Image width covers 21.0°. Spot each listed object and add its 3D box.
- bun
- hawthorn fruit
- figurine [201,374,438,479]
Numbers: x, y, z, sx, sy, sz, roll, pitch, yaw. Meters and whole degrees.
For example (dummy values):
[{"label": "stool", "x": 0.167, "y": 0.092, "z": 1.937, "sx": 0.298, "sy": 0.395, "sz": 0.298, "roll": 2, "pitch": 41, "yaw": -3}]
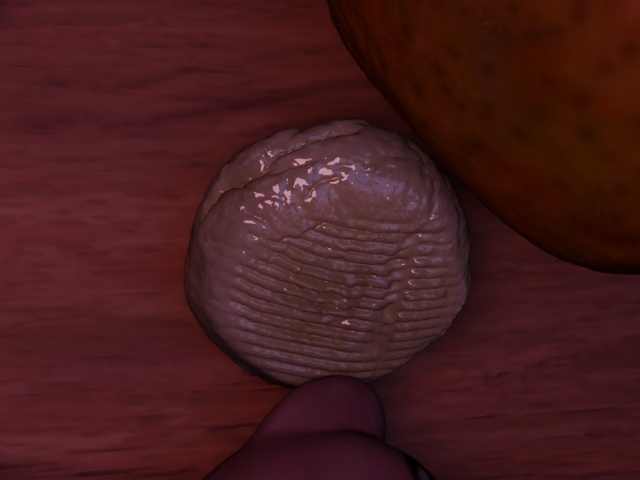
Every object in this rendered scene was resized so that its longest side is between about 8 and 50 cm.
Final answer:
[{"label": "bun", "x": 0.000, "y": 0.000, "z": 1.284, "sx": 0.220, "sy": 0.134, "sz": 0.220, "roll": -6, "pitch": 125, "yaw": -8}, {"label": "hawthorn fruit", "x": 0.233, "y": -0.193, "z": 1.242, "sx": 0.472, "sy": 0.472, "sz": 0.471, "roll": -1, "pitch": 92, "yaw": -25}, {"label": "figurine", "x": -0.007, "y": 0.256, "z": 1.219, "sx": 0.261, "sy": 0.211, "sz": 0.269, "roll": -38, "pitch": 108, "yaw": 1}]
